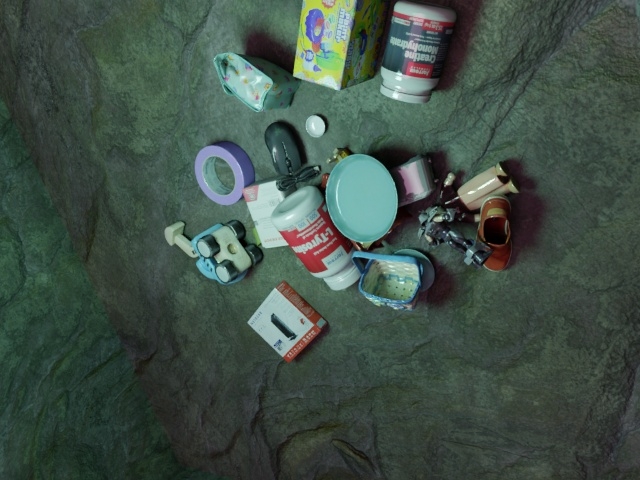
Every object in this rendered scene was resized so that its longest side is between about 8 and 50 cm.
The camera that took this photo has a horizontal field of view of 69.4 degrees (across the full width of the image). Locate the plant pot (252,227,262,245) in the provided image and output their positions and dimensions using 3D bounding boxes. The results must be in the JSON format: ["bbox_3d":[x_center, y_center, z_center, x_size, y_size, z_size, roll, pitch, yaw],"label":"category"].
[{"bbox_3d":[-0.276,-0.028,2.153,0.083,0.083,0.079,-33,83,38],"label":"plant pot"}]

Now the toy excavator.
[{"bbox_3d":[-0.569,0.049,2.295,0.445,0.222,0.433,-31,95,46],"label":"toy excavator"}]

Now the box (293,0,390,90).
[{"bbox_3d":[0.073,-0.666,1.481,0.176,0.279,0.290,23,123,18],"label":"box"}]

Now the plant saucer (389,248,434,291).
[{"bbox_3d":[0.368,0.116,1.864,0.194,0.037,0.195,13,120,24],"label":"plant saucer"}]

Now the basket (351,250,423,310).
[{"bbox_3d":[0.271,0.141,1.753,0.254,0.201,0.289,7,143,29],"label":"basket"}]

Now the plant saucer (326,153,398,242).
[{"bbox_3d":[0.152,-0.152,1.675,0.317,0.043,0.318,12,108,40],"label":"plant saucer"}]

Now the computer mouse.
[{"bbox_3d":[-0.133,-0.351,1.854,0.188,0.072,0.273,-24,94,-7],"label":"computer mouse"}]

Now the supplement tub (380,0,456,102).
[{"bbox_3d":[0.296,-0.588,1.444,0.191,0.191,0.273,22,123,19],"label":"supplement tub"}]

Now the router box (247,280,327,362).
[{"bbox_3d":[-0.171,0.409,2.307,0.301,0.082,0.335,42,128,5],"label":"router box"}]

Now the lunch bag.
[{"bbox_3d":[-0.248,-0.607,1.736,0.262,0.223,0.160,36,120,10],"label":"lunch bag"}]

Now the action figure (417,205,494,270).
[{"bbox_3d":[0.452,-0.014,1.603,0.285,0.099,0.185,39,152,17],"label":"action figure"}]

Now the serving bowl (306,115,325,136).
[{"bbox_3d":[-0.015,-0.448,1.805,0.083,0.027,0.084,13,120,24],"label":"serving bowl"}]

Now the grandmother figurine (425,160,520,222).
[{"bbox_3d":[0.500,-0.143,1.616,0.342,0.104,0.208,-36,85,35],"label":"grandmother figurine"}]

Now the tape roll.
[{"bbox_3d":[-0.433,-0.303,2.090,0.274,0.090,0.275,14,121,24],"label":"tape roll"}]

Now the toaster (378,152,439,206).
[{"bbox_3d":[0.305,-0.208,1.658,0.226,0.129,0.147,-20,94,27],"label":"toaster"}]

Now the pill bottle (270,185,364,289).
[{"bbox_3d":[0.000,0.000,1.876,0.228,0.229,0.408,-19,118,36],"label":"pill bottle"}]

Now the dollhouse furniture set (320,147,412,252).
[{"bbox_3d":[0.155,-0.161,1.805,0.374,0.152,0.201,56,131,17],"label":"dollhouse furniture set"}]

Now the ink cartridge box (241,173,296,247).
[{"bbox_3d":[-0.193,-0.126,2.019,0.207,0.117,0.283,-8,109,33],"label":"ink cartridge box"}]

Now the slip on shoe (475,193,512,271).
[{"bbox_3d":[0.597,-0.005,1.588,0.122,0.101,0.332,2,135,19],"label":"slip on shoe"}]
